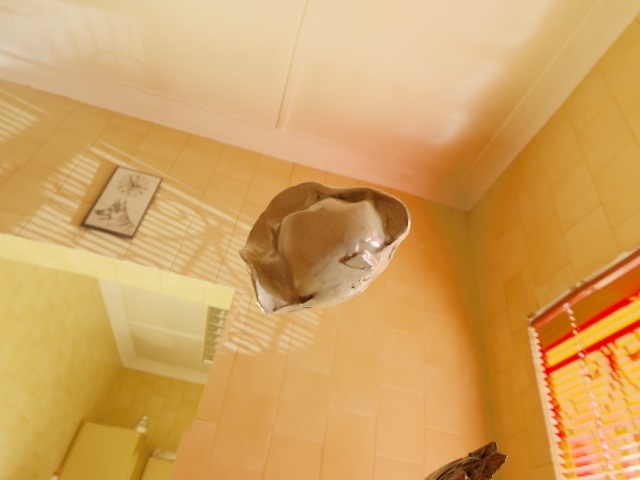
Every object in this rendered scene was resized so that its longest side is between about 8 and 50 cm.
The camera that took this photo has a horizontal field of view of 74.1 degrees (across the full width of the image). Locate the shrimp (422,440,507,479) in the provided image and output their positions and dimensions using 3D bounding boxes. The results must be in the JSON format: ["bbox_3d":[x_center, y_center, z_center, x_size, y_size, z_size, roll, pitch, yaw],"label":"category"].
[{"bbox_3d":[0.097,0.192,0.326,0.059,0.023,0.108,-10,-36,-50],"label":"shrimp"}]

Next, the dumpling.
[{"bbox_3d":[0.000,0.000,0.814,0.318,0.243,0.187,-33,-26,-4],"label":"dumpling"}]
